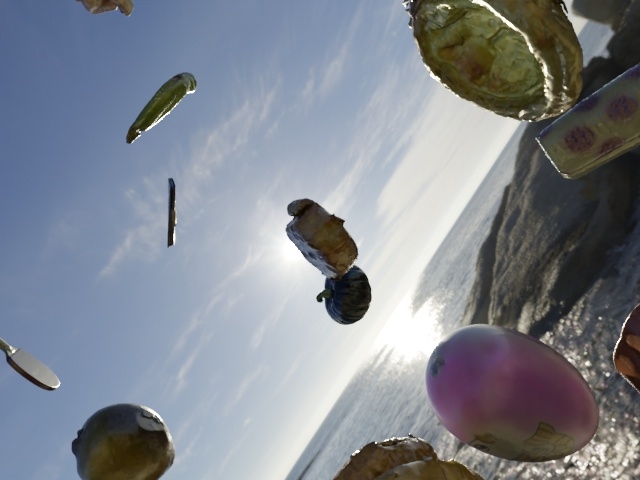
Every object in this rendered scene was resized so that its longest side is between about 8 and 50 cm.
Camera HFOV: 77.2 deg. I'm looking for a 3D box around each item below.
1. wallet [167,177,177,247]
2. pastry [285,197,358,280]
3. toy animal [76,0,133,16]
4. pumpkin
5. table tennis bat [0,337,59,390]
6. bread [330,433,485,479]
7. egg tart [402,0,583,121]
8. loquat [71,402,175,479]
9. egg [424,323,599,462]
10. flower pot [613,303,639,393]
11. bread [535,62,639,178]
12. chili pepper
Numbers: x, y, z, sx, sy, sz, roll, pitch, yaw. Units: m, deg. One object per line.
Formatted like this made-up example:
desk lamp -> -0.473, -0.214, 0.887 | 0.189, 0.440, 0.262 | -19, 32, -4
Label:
wallet -> -0.534, -0.098, 1.442 | 0.031, 0.122, 0.232 | 0, -62, -24
pastry -> 0.000, 0.000, 0.970 | 0.100, 0.218, 0.229 | -47, -61, -14
toy animal -> -0.480, -0.534, 0.769 | 0.185, 0.184, 0.104 | 27, -108, -72
pumpkin -> 0.080, 0.162, 1.234 | 0.150, 0.194, 0.194 | 28, -83, -37
table tennis bat -> -0.500, 0.196, 0.667 | 0.013, 0.156, 0.087 | -47, 15, -17
bread -> 0.085, 0.325, 0.443 | 0.236, 0.120, 0.198 | 28, -84, -40
egg tart -> 0.247, -0.280, 0.566 | 0.095, 0.279, 0.279 | -52, -14, 0
loquat -> -0.356, 0.387, 0.747 | 0.195, 0.152, 0.152 | 31, -87, -33
egg -> 0.296, 0.234, 0.621 | 0.196, 0.271, 0.196 | -172, 90, -82
flower pot -> 0.444, 0.148, 0.399 | 0.173, 0.191, 0.190 | -94, 27, -61
bread -> 0.686, -0.286, 0.912 | 0.338, 0.155, 0.187 | -34, -20, 30
chili pepper -> -0.266, -0.242, 0.688 | 0.043, 0.049, 0.208 | 59, -142, -33
